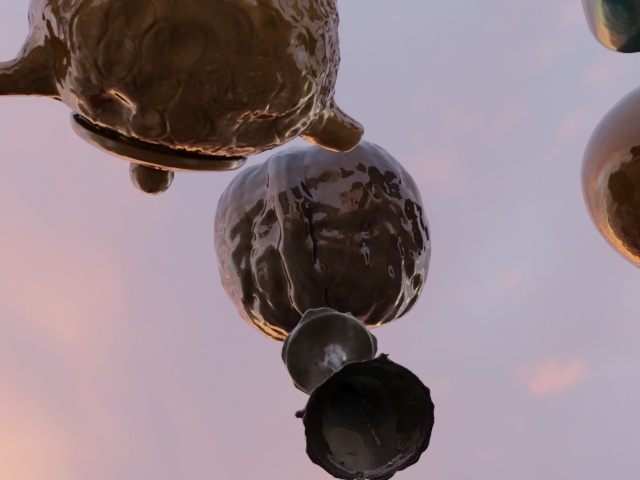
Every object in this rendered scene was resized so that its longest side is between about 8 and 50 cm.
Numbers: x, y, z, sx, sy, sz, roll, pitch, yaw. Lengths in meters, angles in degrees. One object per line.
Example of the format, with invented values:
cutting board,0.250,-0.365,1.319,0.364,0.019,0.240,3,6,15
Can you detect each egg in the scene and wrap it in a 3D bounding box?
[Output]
egg,0.487,-0.075,1.838,0.351,0.282,0.282,-1,-36,-21

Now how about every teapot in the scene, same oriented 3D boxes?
teapot,-0.106,-0.110,0.965,0.311,0.203,0.167,8,-75,-27

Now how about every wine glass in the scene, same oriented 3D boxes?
wine glass,0.027,0.131,1.359,0.122,0.183,0.122,-3,-72,-9

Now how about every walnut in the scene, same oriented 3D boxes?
walnut,0.001,0.000,1.693,0.248,0.248,0.248,-4,-37,-3

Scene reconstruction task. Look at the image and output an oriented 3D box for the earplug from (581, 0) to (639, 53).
earplug,0.353,-0.336,1.585,0.185,0.185,0.324,-1,-40,-7
